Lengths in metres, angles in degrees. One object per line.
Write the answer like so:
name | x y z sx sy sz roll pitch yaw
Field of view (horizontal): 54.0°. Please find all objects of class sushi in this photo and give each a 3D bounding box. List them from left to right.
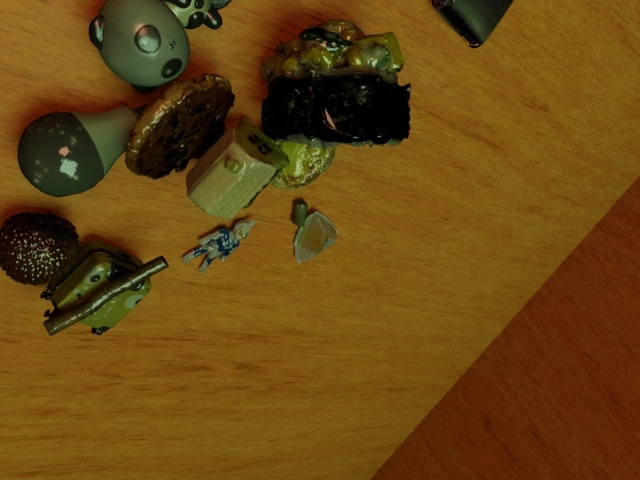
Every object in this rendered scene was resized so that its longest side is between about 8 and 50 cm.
sushi | 0.040 -0.358 1.426 0.328 0.328 0.285 -2 104 -12

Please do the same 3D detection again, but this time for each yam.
yam | -0.524 0.134 1.544 0.327 0.045 0.045 -30 160 -5
yam | -0.062 -0.080 1.874 0.043 0.043 0.094 -10 134 -26

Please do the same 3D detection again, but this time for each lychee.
lychee | -0.661 0.022 1.464 0.188 0.188 0.188 -19 138 -18

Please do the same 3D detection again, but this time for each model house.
model house | -0.215 -0.170 1.497 0.193 0.174 0.234 -42 180 20

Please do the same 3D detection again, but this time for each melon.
melon | 0.001 -0.003 1.959 0.140 0.093 0.202 -10 140 -38

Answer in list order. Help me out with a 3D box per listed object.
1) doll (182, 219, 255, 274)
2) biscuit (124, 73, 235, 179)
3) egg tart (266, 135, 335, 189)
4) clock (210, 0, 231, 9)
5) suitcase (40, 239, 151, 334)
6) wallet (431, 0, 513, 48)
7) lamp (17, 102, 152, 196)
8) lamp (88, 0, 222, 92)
doll | -0.283 0.008 1.801 0.227 0.057 0.114 -38 136 8
biscuit | -0.315 -0.258 1.401 0.289 0.081 0.334 -45 174 -2
egg tart | -0.067 -0.242 1.670 0.234 0.094 0.234 -19 135 -20
clock | -0.224 -0.532 1.333 0.085 0.017 0.085 -19 138 -18
suitcase | -0.579 0.115 1.634 0.235 0.143 0.194 -42 139 10
wallet | 0.429 -0.656 1.623 0.221 0.071 0.262 24 107 -45
lamp | -0.504 -0.207 1.381 0.314 0.182 0.181 -34 149 -45
lamp | -0.328 -0.422 1.253 0.244 0.198 0.197 -43 140 -4
